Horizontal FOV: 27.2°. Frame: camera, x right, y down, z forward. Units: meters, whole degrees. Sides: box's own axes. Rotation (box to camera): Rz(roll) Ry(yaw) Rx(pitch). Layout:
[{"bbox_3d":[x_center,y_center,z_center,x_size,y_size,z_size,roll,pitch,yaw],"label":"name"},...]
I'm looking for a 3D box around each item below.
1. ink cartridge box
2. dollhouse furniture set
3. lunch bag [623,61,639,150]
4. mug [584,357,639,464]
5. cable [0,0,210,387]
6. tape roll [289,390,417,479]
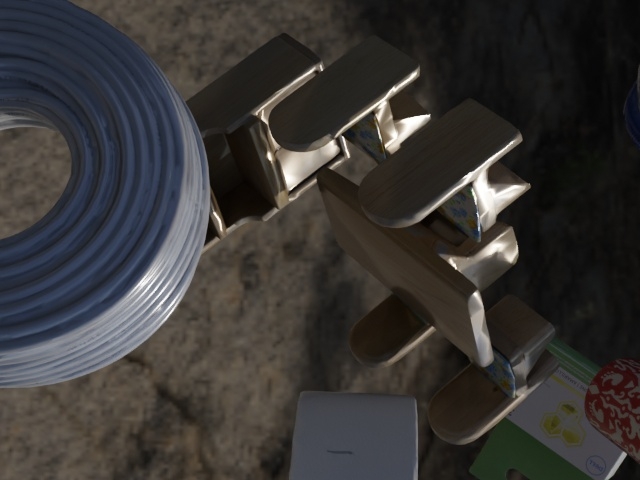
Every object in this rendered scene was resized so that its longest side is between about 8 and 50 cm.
[{"bbox_3d":[0.311,0.268,1.753,0.235,0.171,0.056,-61,159,16],"label":"ink cartridge box"},{"bbox_3d":[0.000,0.000,1.307,0.256,0.394,0.362,-38,142,-15],"label":"dollhouse furniture set"},{"bbox_3d":[0.342,-0.085,0.730,0.243,0.303,0.115,-49,160,-38],"label":"lunch bag"},{"bbox_3d":[0.378,0.211,1.419,0.113,0.169,0.150,-45,122,-7],"label":"mug"},{"bbox_3d":[-0.199,-0.036,0.837,0.089,0.257,0.257,88,13,-69],"label":"cable"},{"bbox_3d":[0.025,0.266,1.097,0.286,0.100,0.286,3,90,-87],"label":"tape roll"}]
